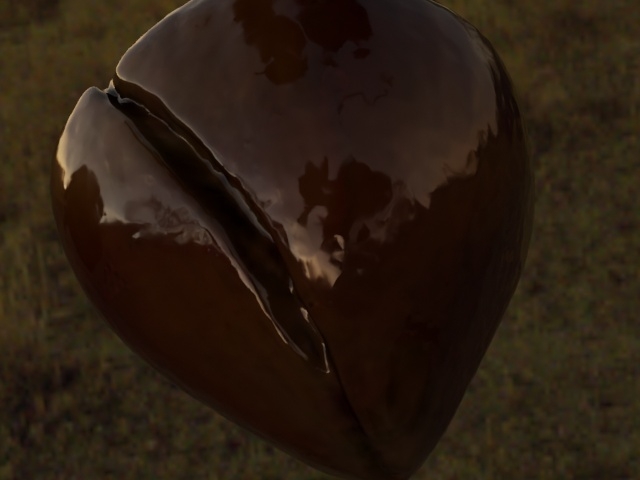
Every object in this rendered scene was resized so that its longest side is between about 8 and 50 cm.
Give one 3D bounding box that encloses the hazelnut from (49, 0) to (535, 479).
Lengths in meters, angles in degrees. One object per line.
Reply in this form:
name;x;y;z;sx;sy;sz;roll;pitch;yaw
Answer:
hazelnut;0.000;0.000;0.565;0.208;0.208;0.208;-5;17;1
